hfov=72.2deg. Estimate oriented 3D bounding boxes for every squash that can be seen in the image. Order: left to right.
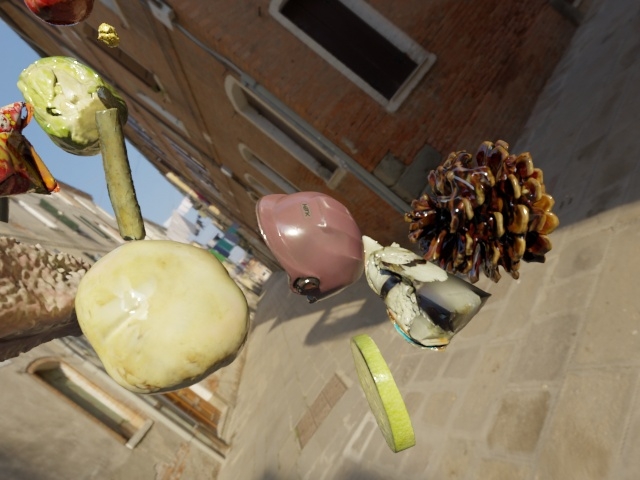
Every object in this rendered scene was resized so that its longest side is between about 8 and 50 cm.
[{"bbox_3d":[0.127,0.320,0.949,0.049,0.251,0.252,-19,-1,-6],"label":"squash"}]

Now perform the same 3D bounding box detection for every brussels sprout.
[{"bbox_3d":[-0.809,-0.442,1.480,0.276,0.371,0.314,-40,-32,-15],"label":"brussels sprout"}]

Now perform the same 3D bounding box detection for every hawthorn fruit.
[{"bbox_3d":[-0.665,-0.628,1.108,0.172,0.173,0.173,-52,3,4],"label":"hawthorn fruit"}]

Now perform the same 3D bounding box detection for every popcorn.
[{"bbox_3d":[-0.785,-0.748,1.608,0.084,0.084,0.084,-52,3,4],"label":"popcorn"}]

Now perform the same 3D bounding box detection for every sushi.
[{"bbox_3d":[0.149,0.092,0.789,0.135,0.273,0.109,-5,-63,-40],"label":"sushi"}]

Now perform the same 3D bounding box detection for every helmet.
[{"bbox_3d":[0.000,0.000,1.081,0.198,0.338,0.270,-20,52,8],"label":"helmet"}]

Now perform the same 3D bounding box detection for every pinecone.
[{"bbox_3d":[0.417,-0.062,1.213,0.397,0.398,0.398,-52,3,4],"label":"pinecone"}]

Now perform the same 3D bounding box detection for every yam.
[{"bbox_3d":[-0.562,-0.177,1.230,0.083,0.370,0.083,-8,11,1],"label":"yam"}]

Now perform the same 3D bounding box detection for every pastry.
[{"bbox_3d":[-0.263,0.051,0.331,0.103,0.112,0.265,-33,2,4],"label":"pastry"}]

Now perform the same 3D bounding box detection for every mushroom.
[{"bbox_3d":[-0.132,0.063,0.383,0.148,0.148,0.112,-55,-3,-48],"label":"mushroom"}]

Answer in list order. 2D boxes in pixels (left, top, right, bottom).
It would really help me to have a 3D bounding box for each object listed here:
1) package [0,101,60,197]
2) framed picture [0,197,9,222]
[{"bbox_3d":[-0.714,-0.157,0.898,0.109,0.223,0.288,9,24,41],"label":"package"},{"bbox_3d":[-0.873,-0.113,1.043,0.173,0.232,0.010,-31,45,49],"label":"framed picture"}]
